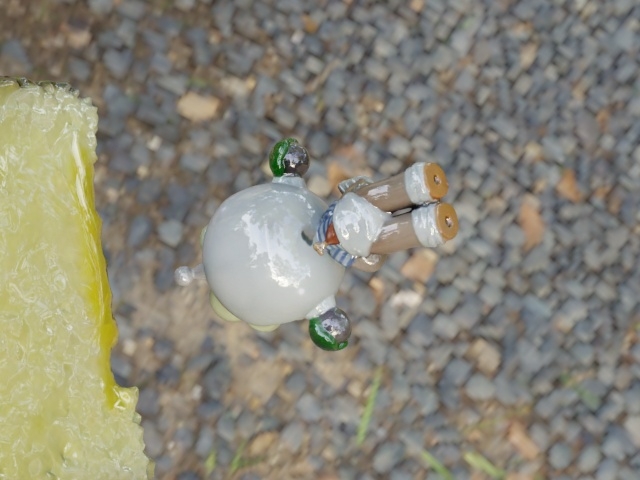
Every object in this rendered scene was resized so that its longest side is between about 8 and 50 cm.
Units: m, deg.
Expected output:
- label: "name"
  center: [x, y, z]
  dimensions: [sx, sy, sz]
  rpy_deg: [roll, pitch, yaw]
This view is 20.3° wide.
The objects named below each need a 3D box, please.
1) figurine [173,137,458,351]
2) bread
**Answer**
- label: "figurine"
  center: [0.000, 0.000, 1.190]
  dimensions: [0.093, 0.197, 0.147]
  rpy_deg: [2, 73, -69]
- label: "bread"
  center: [-0.154, 0.017, 0.690]
  dimensions: [0.140, 0.169, 0.160]
  rpy_deg: [-8, 99, -48]
